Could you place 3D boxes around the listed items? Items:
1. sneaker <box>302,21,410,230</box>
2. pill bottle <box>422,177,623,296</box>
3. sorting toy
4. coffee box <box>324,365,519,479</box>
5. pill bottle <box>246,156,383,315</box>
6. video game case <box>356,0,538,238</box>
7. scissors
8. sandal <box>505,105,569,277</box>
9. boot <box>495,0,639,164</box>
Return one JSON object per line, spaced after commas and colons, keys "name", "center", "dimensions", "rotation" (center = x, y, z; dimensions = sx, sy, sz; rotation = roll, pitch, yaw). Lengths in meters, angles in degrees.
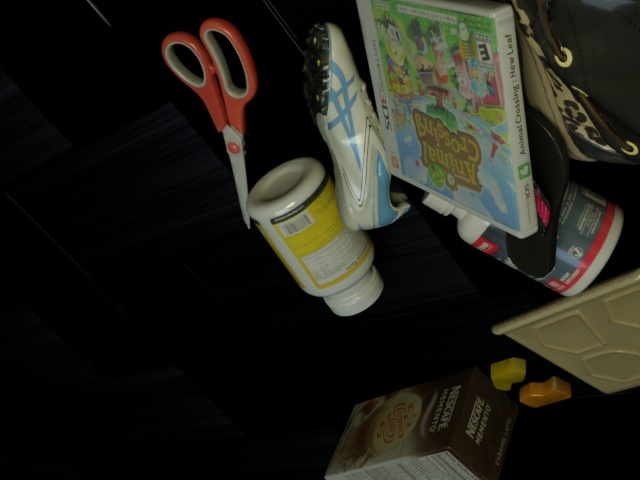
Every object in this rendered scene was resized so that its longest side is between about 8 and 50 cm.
{"name": "sneaker", "center": [0.038, -0.120, 0.925], "dimensions": [0.086, 0.085, 0.237], "rotation": [-20, 122, -7]}
{"name": "pill bottle", "center": [0.200, -0.030, 0.895], "dimensions": [0.180, 0.108, 0.108], "rotation": [28, 140, 0]}
{"name": "sorting toy", "center": [0.310, 0.114, 1.004], "dimensions": [0.229, 0.041, 0.307], "rotation": [26, 144, -28]}
{"name": "coffee box", "center": [0.138, 0.281, 1.230], "dimensions": [0.098, 0.141, 0.247], "rotation": [44, 136, -18]}
{"name": "pill bottle", "center": [0.000, 0.000, 1.039], "dimensions": [0.103, 0.103, 0.184], "rotation": [-10, 127, 36]}
{"name": "video game case", "center": [0.105, -0.120, 0.771], "dimensions": [0.212, 0.023, 0.193], "rotation": [35, 144, 56]}
{"name": "scissors", "center": [-0.094, -0.122, 1.025], "dimensions": [0.109, 0.021, 0.297], "rotation": [0, 131, 26]}
{"name": "sandal", "center": [0.183, -0.035, 0.788], "dimensions": [0.067, 0.040, 0.179], "rotation": [30, 140, 43]}
{"name": "boot", "center": [0.247, -0.170, 0.607], "dimensions": [0.284, 0.138, 0.377], "rotation": [33, 157, 48]}
